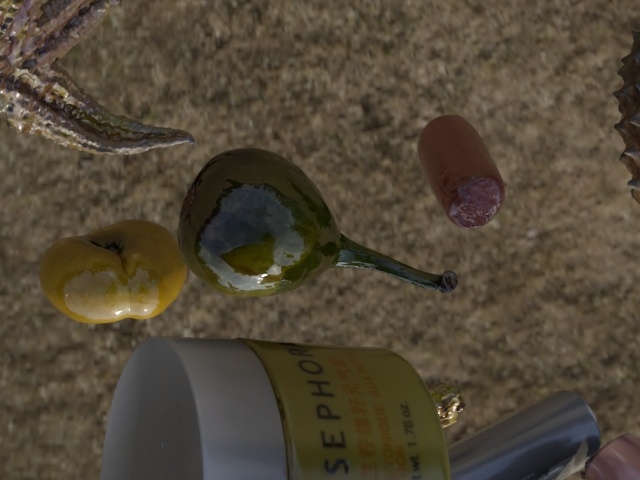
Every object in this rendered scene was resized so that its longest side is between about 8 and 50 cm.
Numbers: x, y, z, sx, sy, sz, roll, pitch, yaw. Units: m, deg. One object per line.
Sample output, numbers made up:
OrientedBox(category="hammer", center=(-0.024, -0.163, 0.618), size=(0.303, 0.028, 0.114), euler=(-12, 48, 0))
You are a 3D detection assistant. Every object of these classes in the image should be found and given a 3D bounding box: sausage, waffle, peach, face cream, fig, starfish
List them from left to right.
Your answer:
OrientedBox(category="starfish", center=(-0.278, -0.200, 1.539), size=(0.398, 0.132, 0.383), euler=(25, 95, -57))
OrientedBox(category="peach", center=(-0.251, 0.039, 1.811), size=(0.179, 0.179, 0.103), euler=(-6, 115, -3))
OrientedBox(category="face cream", center=(-0.037, 0.178, 1.042), size=(0.179, 0.218, 0.218), euler=(5, 128, -25))
OrientedBox(category="fig", center=(0.000, 0.000, 1.232), size=(0.236, 0.124, 0.124), euler=(14, 125, -12))
OrientedBox(category="waffle", center=(0.102, 0.237, 1.877), size=(0.191, 0.038, 0.191), euler=(-27, 159, -11))
OrientedBox(category="sausage", center=(0.126, -0.065, 1.354), size=(0.062, 0.154, 0.062), euler=(-3, 118, -6))
OrientedBox(category="face cream", center=(0.123, 0.218, 1.314), size=(0.269, 0.073, 0.107), euler=(-23, 148, -25))

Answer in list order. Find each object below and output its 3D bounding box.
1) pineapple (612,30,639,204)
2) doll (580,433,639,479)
OrientedBox(category="pineapple", center=(0.338, -0.186, 1.343), size=(0.175, 0.175, 0.361), euler=(-13, 110, 3))
OrientedBox(category="doll", center=(0.273, 0.330, 1.235), size=(0.216, 0.268, 0.284), euler=(-42, 149, -1))
